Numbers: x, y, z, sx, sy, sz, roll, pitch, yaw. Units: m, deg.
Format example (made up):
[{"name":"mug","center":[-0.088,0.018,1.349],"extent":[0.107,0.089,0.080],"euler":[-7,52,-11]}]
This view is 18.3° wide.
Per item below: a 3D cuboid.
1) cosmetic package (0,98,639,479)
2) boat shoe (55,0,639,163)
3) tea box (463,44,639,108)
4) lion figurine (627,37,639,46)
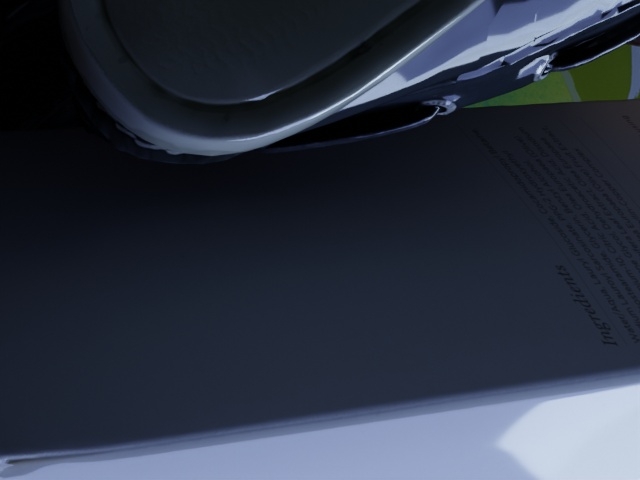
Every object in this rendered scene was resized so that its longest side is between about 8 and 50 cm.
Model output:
[{"name":"cosmetic package","center":[0.002,0.071,0.721],"extent":[0.365,0.155,0.197],"euler":[-3,133,-32]},{"name":"boat shoe","center":[0.063,-0.114,0.641],"extent":[0.340,0.127,0.113],"euler":[-34,178,-21]},{"name":"tea box","center":[0.190,-0.012,1.130],"extent":[0.329,0.323,0.220],"euler":[-25,-174,-3]},{"name":"lion figurine","center":[0.228,-0.125,0.829],"extent":[0.142,0.392,0.240],"euler":[6,-110,61]}]
